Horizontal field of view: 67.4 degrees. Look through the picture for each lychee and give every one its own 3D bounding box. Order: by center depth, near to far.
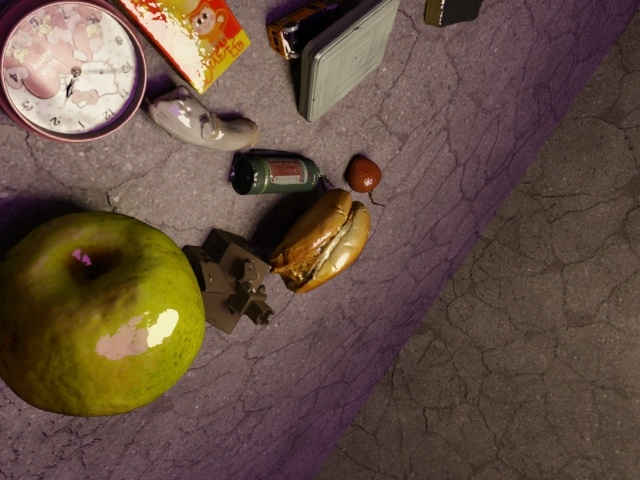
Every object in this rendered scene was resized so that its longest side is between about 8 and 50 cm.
[{"bbox_3d":[0.130,-0.177,1.421,0.101,0.114,0.140,0,101,-10],"label":"lychee"}]

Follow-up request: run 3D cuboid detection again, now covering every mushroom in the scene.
[{"bbox_3d":[-0.230,-0.234,0.973,0.099,0.096,0.278,-16,165,33],"label":"mushroom"}]

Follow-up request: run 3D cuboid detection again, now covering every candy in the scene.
[{"bbox_3d":[-0.247,-0.394,0.798,0.146,0.088,0.276,-48,147,-3],"label":"candy"}]

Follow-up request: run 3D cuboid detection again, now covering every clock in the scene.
[{"bbox_3d":[-0.395,-0.271,0.769,0.244,0.056,0.244,-32,140,-30],"label":"clock"}]

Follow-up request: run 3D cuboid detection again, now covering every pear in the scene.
[{"bbox_3d":[-0.400,0.149,0.891,0.391,0.391,0.390,-30,141,-28],"label":"pear"}]

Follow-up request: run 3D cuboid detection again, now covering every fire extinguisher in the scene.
[{"bbox_3d":[-0.080,-0.166,1.206,0.295,0.118,0.093,-10,163,-45],"label":"fire extinguisher"}]

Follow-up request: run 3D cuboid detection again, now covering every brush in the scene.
[{"bbox_3d":[0.370,-0.654,1.301,0.197,0.059,0.123,-27,141,-32],"label":"brush"}]

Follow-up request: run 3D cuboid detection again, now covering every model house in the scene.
[{"bbox_3d":[-0.219,0.117,1.171,0.204,0.243,0.211,16,109,-55],"label":"model house"}]

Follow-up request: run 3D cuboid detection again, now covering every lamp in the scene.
[{"bbox_3d":[0.061,-0.414,1.088,0.266,0.047,0.269,-44,172,-13],"label":"lamp"}]

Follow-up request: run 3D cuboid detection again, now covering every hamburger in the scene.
[{"bbox_3d":[0.000,0.000,1.303,0.290,0.170,0.314,-29,-159,44],"label":"hamburger"}]

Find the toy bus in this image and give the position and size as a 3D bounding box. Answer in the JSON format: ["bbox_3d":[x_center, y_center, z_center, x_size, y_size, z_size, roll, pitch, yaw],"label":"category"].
[{"bbox_3d":[-0.028,-0.451,1.013,0.162,0.074,0.069,-37,142,-20],"label":"toy bus"}]
